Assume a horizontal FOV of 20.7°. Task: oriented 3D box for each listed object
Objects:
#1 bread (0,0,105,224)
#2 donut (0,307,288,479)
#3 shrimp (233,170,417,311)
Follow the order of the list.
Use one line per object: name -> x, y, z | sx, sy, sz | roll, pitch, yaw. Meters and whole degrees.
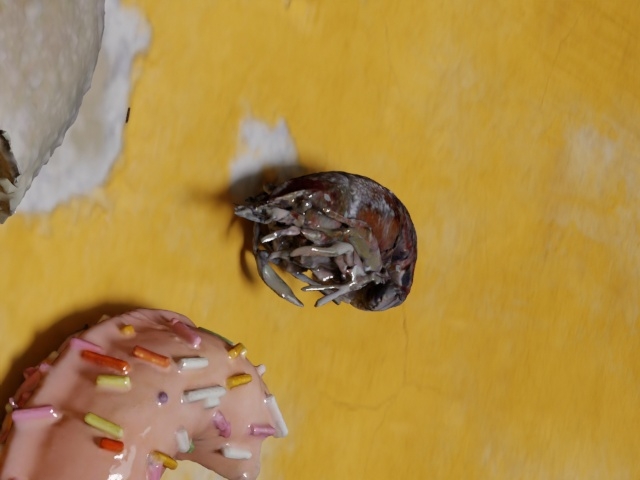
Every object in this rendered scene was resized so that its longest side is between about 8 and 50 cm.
bread -> -0.139, -0.159, 0.466 | 0.337, 0.102, 0.183 | 69, 31, -51
donut -> -0.080, 0.092, 0.682 | 0.117, 0.065, 0.166 | 56, 50, -50
shrimp -> 0.000, 0.000, 0.799 | 0.165, 0.056, 0.065 | 5, 100, -56
